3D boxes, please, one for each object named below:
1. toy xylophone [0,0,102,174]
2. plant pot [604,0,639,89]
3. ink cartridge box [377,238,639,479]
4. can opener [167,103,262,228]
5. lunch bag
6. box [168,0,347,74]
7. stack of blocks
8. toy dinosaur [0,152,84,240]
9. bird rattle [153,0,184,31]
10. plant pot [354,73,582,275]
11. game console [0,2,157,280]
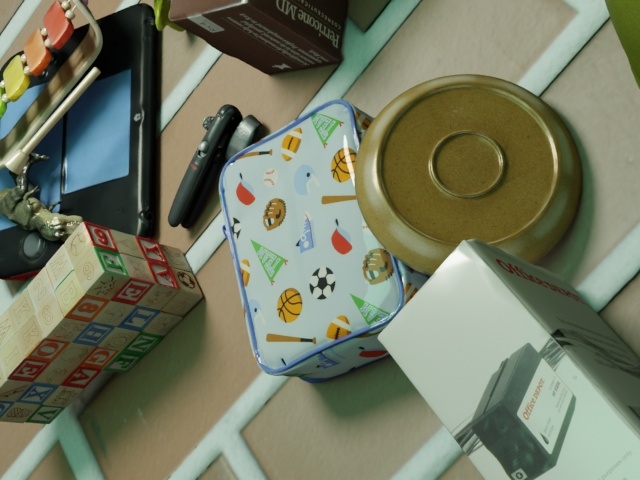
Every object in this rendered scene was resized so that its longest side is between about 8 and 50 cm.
[{"bbox_3d":[-0.417,-0.223,1.444,0.323,0.081,0.236,-53,29,0],"label":"toy xylophone"},{"bbox_3d":[0.368,-0.248,0.782,0.366,0.353,0.366,-11,71,35],"label":"plant pot"},{"bbox_3d":[0.224,0.162,0.856,0.129,0.223,0.307,-49,53,17],"label":"ink cartridge box"},{"bbox_3d":[-0.152,-0.097,1.327,0.073,0.059,0.186,42,103,37],"label":"can opener"},{"bbox_3d":[0.000,0.000,1.150,0.243,0.115,0.303,-28,62,31],"label":"lunch bag"},{"bbox_3d":[-0.057,-0.427,1.266,0.143,0.191,0.381,0,78,38],"label":"box"},{"bbox_3d":[-0.321,0.121,1.322,0.297,0.171,0.087,-44,55,20],"label":"stack of blocks"},{"bbox_3d":[-0.445,-0.074,1.481,0.268,0.064,0.118,13,91,40],"label":"toy dinosaur"},{"bbox_3d":[-0.170,-0.409,1.375,0.253,0.143,0.207,-52,25,3],"label":"bird rattle"},{"bbox_3d":[0.151,-0.074,1.030,0.236,0.032,0.236,-2,69,6],"label":"plant pot"},{"bbox_3d":[-0.385,-0.144,1.522,0.342,0.060,0.386,-15,69,34],"label":"game console"}]
